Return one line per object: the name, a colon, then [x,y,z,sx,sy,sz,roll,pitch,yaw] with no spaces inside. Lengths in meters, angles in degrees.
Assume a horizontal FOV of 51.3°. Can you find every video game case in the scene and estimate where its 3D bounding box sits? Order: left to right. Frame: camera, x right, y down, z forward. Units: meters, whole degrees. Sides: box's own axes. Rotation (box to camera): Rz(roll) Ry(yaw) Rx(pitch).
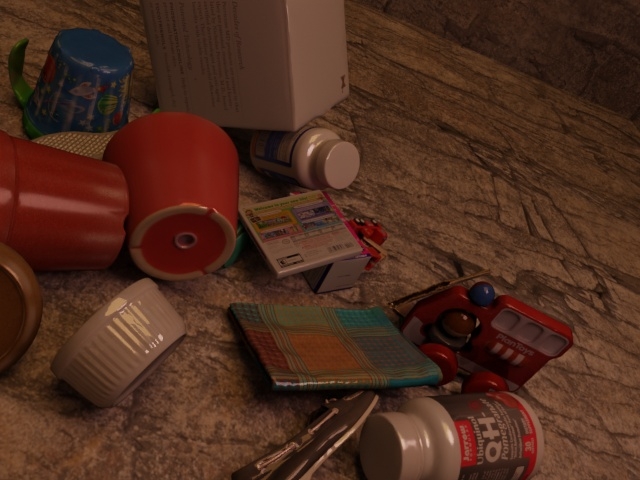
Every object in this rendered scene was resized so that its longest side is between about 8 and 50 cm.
video game case: [-0.045,-0.019,1.425,0.212,0.023,0.193,-15,55,-29]

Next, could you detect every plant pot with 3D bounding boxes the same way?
plant pot: [-0.528,0.106,0.966,0.236,0.236,0.032,5,7,-30]
plant pot: [-0.495,-0.057,1.152,0.265,0.272,0.272,6,42,-40]
plant pot: [-0.276,-0.073,1.286,0.275,0.275,0.243,9,39,-27]

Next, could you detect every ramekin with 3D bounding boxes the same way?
ramekin: [-0.309,0.169,1.055,0.109,0.207,0.207,44,38,3]

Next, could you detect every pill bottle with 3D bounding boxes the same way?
pill bottle: [-0.037,-0.205,1.616,0.152,0.152,0.272,-10,22,-41]
pill bottle: [0.235,0.370,1.209,0.318,0.176,0.176,4,44,-31]

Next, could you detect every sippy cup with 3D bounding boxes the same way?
sippy cup: [-0.516,-0.332,1.465,0.305,0.224,0.240,4,45,-32]

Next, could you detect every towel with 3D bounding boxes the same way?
towel: [0.028,0.202,1.308,0.370,0.040,0.271,6,23,-29]

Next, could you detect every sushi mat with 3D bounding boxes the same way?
sushi mat: [0.277,0.105,1.507,0.316,0.151,0.019,-5,71,-60]

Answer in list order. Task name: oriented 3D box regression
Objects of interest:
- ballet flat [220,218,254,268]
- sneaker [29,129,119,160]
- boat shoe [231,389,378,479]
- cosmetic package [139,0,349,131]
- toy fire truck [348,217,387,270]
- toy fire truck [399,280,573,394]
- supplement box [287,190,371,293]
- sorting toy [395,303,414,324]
ballet flat: [-0.183,-0.019,1.458,0.087,0.083,0.247,19,31,18]
sneaker: [-0.462,-0.157,1.401,0.321,0.127,0.126,-7,45,-6]
boat shoe: [-0.016,0.333,1.135,0.095,0.112,0.335,44,42,10]
cosmetic package: [-0.173,-0.480,1.665,0.393,0.327,0.329,8,28,24]
toy fire truck: [0.120,0.008,1.618,0.135,0.047,0.192,51,24,23]
toy fire truck: [0.338,0.201,1.409,0.302,0.254,0.169,29,37,-2]
supplement box: [0.000,0.000,1.530,0.111,0.114,0.220,-7,49,-38]
sorting toy: [0.196,0.171,1.548,0.062,0.012,0.083,45,35,11]
